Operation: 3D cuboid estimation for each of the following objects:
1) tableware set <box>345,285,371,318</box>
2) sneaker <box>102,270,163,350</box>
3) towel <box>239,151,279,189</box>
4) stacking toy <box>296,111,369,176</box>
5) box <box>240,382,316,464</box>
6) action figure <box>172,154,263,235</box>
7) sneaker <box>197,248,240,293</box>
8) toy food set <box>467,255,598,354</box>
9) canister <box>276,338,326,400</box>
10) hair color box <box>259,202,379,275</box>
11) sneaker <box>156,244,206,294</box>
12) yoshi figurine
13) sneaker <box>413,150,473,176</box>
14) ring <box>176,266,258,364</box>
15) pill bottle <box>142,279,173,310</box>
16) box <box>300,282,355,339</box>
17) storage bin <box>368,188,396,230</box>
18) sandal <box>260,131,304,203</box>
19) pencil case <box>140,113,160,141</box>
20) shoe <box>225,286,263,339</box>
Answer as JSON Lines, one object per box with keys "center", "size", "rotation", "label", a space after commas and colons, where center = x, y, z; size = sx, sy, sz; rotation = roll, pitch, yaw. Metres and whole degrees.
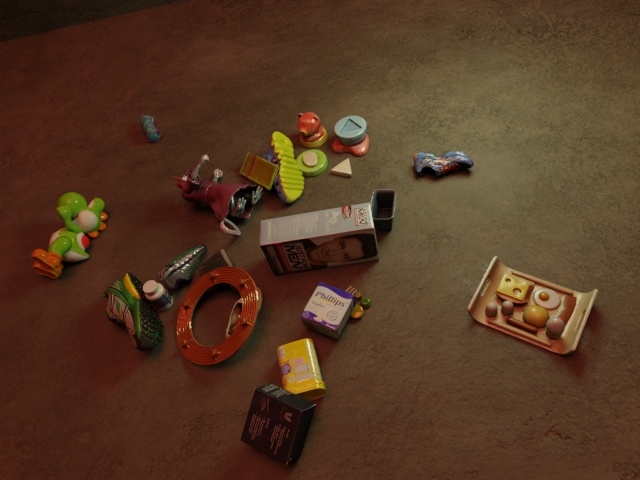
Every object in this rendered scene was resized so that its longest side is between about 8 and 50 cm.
{"center": [0.087, 0.226, 1.685], "size": [0.104, 0.024, 0.154], "rotation": [35, 67, 28], "label": "tableware set"}
{"center": [-0.647, 0.260, 1.787], "size": [0.146, 0.134, 0.343], "rotation": [-37, 45, -6], "label": "sneaker"}
{"center": [-0.246, -0.278, 2.066], "size": [0.237, 0.021, 0.102], "rotation": [32, 104, 48], "label": "towel"}
{"center": [0.029, -0.398, 2.091], "size": [0.309, 0.130, 0.279], "rotation": [5, 55, 18], "label": "stacking toy"}
{"center": [-0.117, 0.502, 1.443], "size": [0.158, 0.093, 0.155], "rotation": [18, 94, 25], "label": "box"}
{"center": [-0.420, -0.172, 2.033], "size": [0.371, 0.248, 0.275], "rotation": [12, 85, 20], "label": "action figure"}
{"center": [-0.345, 0.134, 1.829], "size": [0.118, 0.083, 0.222], "rotation": [-33, 44, -5], "label": "sneaker"}
{"center": [0.622, 0.180, 1.541], "size": [0.306, 0.092, 0.219], "rotation": [22, 62, 26], "label": "toy food set"}
{"center": [-0.061, 0.391, 1.565], "size": [0.126, 0.073, 0.169], "rotation": [-17, 51, 2], "label": "canister"}
{"center": [0.000, 0.000, 1.767], "size": [0.375, 0.185, 0.113], "rotation": [-9, 52, 7], "label": "hair color box"}
{"center": [-0.490, 0.102, 1.898], "size": [0.083, 0.098, 0.224], "rotation": [-9, 24, 44], "label": "sneaker"}
{"center": [-1.008, -0.048, 2.052], "size": [0.204, 0.203, 0.362], "rotation": [5, 53, 25], "label": "yoshi figurine"}
{"center": [0.454, -0.276, 1.940], "size": [0.221, 0.083, 0.087], "rotation": [1, 68, 21], "label": "sneaker"}
{"center": [-0.347, 0.238, 1.704], "size": [0.337, 0.032, 0.336], "rotation": [-15, 60, 27], "label": "ring"}
{"center": [-0.565, 0.189, 1.807], "size": [0.067, 0.120, 0.067], "rotation": [-7, 54, 9], "label": "pill bottle"}
{"center": [0.025, 0.219, 1.640], "size": [0.126, 0.072, 0.137], "rotation": [19, 60, 21], "label": "box"}
{"center": [0.219, -0.101, 1.849], "size": [0.098, 0.091, 0.135], "rotation": [1, 54, 14], "label": "storage bin"}
{"center": [-0.159, -0.272, 2.069], "size": [0.138, 0.126, 0.317], "rotation": [-37, 52, 34], "label": "sandal"}
{"center": [-0.791, -0.521, 2.424], "size": [0.070, 0.064, 0.151], "rotation": [-38, 53, 6], "label": "pencil case"}
{"center": [-0.253, 0.241, 1.731], "size": [0.077, 0.058, 0.219], "rotation": [10, 57, 20], "label": "shoe"}
